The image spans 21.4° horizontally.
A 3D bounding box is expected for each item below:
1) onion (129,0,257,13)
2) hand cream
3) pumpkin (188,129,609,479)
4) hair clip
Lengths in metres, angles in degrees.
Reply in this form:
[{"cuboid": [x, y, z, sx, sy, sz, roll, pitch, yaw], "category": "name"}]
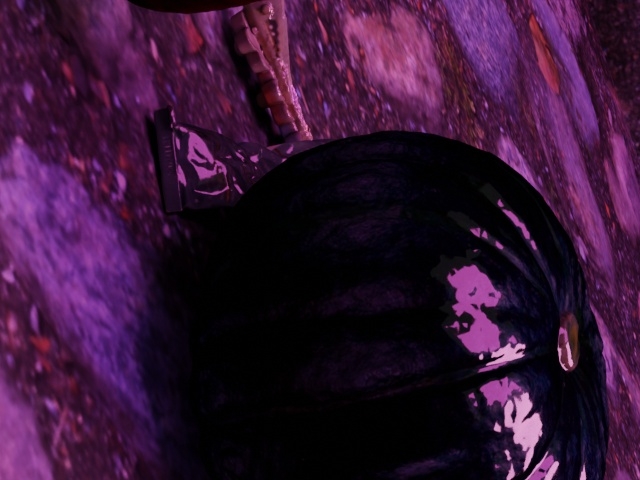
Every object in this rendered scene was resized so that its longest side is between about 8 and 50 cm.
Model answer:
[{"cuboid": [-0.109, -0.276, 1.110, 0.285, 0.273, 0.273, -32, 105, -50], "category": "onion"}, {"cuboid": [-0.036, -0.060, 1.336, 0.248, 0.052, 0.075, 2, 53, -52], "category": "hand cream"}, {"cuboid": [0.063, 0.101, 1.225, 0.363, 0.266, 0.363, -13, 90, -71], "category": "pumpkin"}, {"cuboid": [-0.039, -0.136, 1.455, 0.062, 0.056, 0.213, -89, 166, -77], "category": "hair clip"}]
